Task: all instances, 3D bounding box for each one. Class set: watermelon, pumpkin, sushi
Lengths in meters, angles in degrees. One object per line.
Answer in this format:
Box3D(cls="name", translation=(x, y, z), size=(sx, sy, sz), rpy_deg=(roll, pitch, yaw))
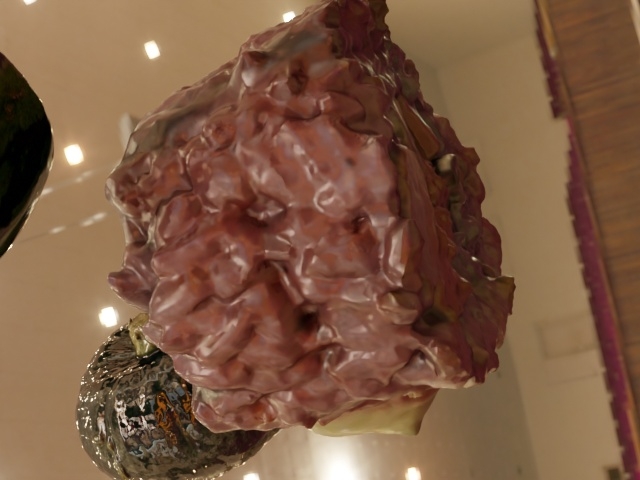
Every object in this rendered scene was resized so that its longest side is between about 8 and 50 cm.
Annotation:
Box3D(cls="watermelon", translation=(-0.167, -0.045, 0.512), size=(0.125, 0.094, 0.135), rpy_deg=(-36, -34, -45))
Box3D(cls="pumpkin", translation=(-0.121, 0.127, 1.096), size=(0.211, 0.211, 0.152), rpy_deg=(-39, -71, -61))
Box3D(cls="sushi", translation=(0.000, 0.000, 0.672), size=(0.237, 0.170, 0.270), rpy_deg=(64, -166, -11))
